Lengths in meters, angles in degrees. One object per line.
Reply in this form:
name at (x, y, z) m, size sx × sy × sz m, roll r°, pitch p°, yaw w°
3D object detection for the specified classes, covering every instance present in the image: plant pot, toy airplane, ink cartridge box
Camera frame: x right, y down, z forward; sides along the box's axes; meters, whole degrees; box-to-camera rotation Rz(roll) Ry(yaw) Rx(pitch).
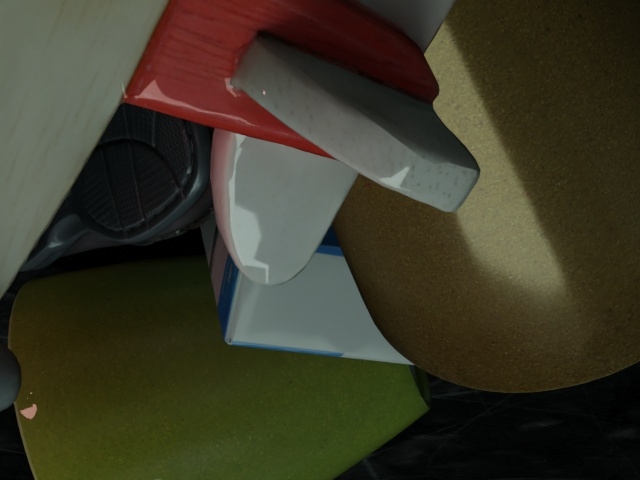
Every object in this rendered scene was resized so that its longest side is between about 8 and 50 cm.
plant pot at (-0.066, 0.119, 1.245) m, size 0.293 × 0.275 × 0.275 m, roll -18°, pitch 154°, yaw 9°
plant pot at (0.082, -0.088, 0.756) m, size 0.237 × 0.237 × 0.254 m, roll -8°, pitch 141°, yaw 23°
toy airplane at (-0.113, -0.098, 0.509) m, size 0.384 × 0.386 × 0.272 m, roll -16°, pitch -162°, yaw 6°
ink cartridge box at (0.000, 0.000, 0.990) m, size 0.139 × 0.191 × 0.082 m, roll 7°, pitch 115°, yaw -14°

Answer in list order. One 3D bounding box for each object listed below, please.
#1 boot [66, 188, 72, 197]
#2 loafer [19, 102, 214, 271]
boot at (-0.403, -0.106, 0.854) m, size 0.366 × 0.146 × 0.445 m, roll -5°, pitch 162°, yaw 21°
loafer at (-0.132, -0.045, 1.037) m, size 0.095 × 0.109 × 0.302 m, roll -6°, pitch 173°, yaw -37°
